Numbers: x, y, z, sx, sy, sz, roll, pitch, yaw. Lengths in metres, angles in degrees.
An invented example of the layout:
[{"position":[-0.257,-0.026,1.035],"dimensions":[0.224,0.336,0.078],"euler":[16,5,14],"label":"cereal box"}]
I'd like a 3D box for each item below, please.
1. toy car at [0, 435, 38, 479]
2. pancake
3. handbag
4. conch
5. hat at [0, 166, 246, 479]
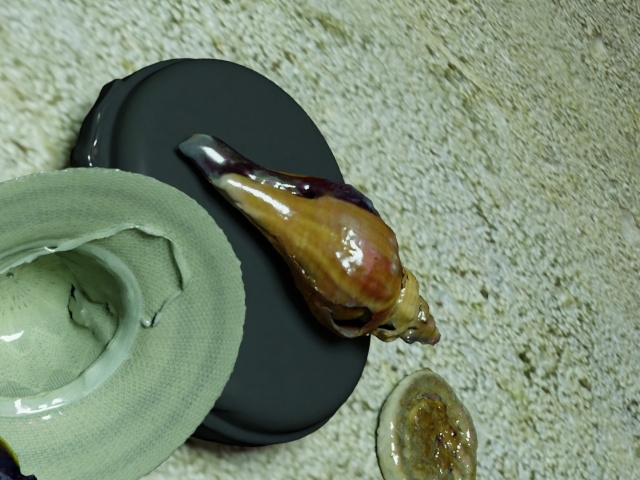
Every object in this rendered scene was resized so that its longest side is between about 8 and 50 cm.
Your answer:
[{"position":[-0.258,0.143,0.490],"dimensions":[0.314,0.166,0.198],"euler":[25,53,9],"label":"toy car"},{"position":[0.101,0.183,1.047],"dimensions":[0.139,0.022,0.139],"euler":[24,55,-40],"label":"pancake"},{"position":[-0.076,0.006,0.888],"dimensions":[0.254,0.093,0.308],"euler":[5,68,-45],"label":"handbag"},{"position":[0.006,-0.002,0.845],"dimensions":[0.233,0.080,0.086],"euler":[56,33,-10],"label":"conch"},{"position":[-0.180,0.047,0.724],"dimensions":[0.252,0.252,0.110],"euler":[22,15,-40],"label":"hat"}]
